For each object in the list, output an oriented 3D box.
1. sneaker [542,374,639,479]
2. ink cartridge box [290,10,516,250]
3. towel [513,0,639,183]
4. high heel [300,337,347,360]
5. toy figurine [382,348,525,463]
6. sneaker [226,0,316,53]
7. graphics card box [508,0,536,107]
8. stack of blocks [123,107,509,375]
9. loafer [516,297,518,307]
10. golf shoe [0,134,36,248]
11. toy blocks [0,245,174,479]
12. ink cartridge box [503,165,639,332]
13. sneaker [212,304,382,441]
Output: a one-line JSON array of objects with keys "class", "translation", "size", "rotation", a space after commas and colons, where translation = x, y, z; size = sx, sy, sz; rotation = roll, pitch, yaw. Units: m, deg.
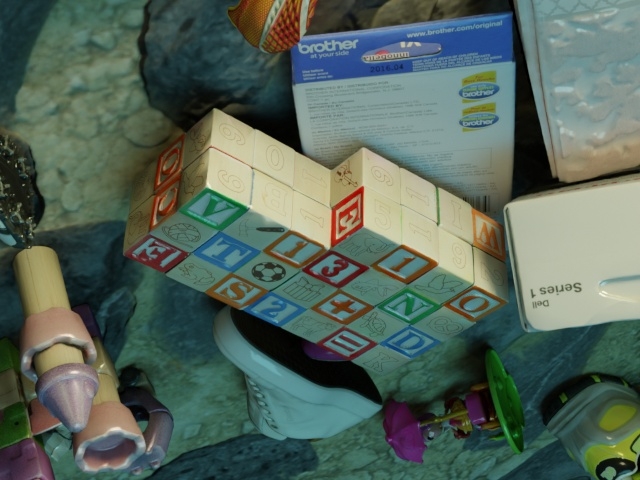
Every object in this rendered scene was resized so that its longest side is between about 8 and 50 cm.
[{"class": "sneaker", "translation": [0.464, 0.291, 1.787], "size": [0.385, 0.147, 0.145], "rotation": [9, 131, -37]}, {"class": "ink cartridge box", "translation": [0.075, -0.093, 1.145], "size": [0.186, 0.065, 0.311], "rotation": [-6, 145, 3]}, {"class": "towel", "translation": [0.323, -0.176, 1.009], "size": [0.332, 0.053, 0.317], "rotation": [-13, 145, 11]}, {"class": "high heel", "translation": [0.084, 0.038, 1.317], "size": [0.244, 0.082, 0.117], "rotation": [-24, 152, -6]}, {"class": "toy figurine", "translation": [0.157, 0.216, 1.589], "size": [0.159, 0.130, 0.173], "rotation": [-18, 170, 15]}, {"class": "sneaker", "translation": [-0.016, -0.226, 0.969], "size": [0.175, 0.067, 0.064], "rotation": [-56, 153, 14]}, {"class": "graphics card box", "translation": [0.350, -0.233, 1.123], "size": [0.371, 0.094, 0.233], "rotation": [-26, 144, 2]}, {"class": "stack of blocks", "translation": [0.000, 0.000, 1.142], "size": [0.297, 0.087, 0.171], "rotation": [27, 137, -29]}, {"class": "loafer", "translation": [0.337, 0.029, 1.437], "size": [0.251, 0.094, 0.087], "rotation": [-30, 142, 14]}, {"class": "golf shoe", "translation": [-0.295, -0.057, 1.030], "size": [0.094, 0.077, 0.198], "rotation": [-14, 140, 11]}, {"class": "toy blocks", "translation": [-0.291, 0.220, 1.204], "size": [0.289, 0.260, 0.309], "rotation": [-23, 143, -1]}, {"class": "ink cartridge box", "translation": [0.289, -0.006, 1.194], "size": [0.201, 0.117, 0.278], "rotation": [-9, -176, 16]}, {"class": "sneaker", "translation": [-0.046, 0.160, 1.386], "size": [0.123, 0.106, 0.290], "rotation": [-36, 143, 13]}]
